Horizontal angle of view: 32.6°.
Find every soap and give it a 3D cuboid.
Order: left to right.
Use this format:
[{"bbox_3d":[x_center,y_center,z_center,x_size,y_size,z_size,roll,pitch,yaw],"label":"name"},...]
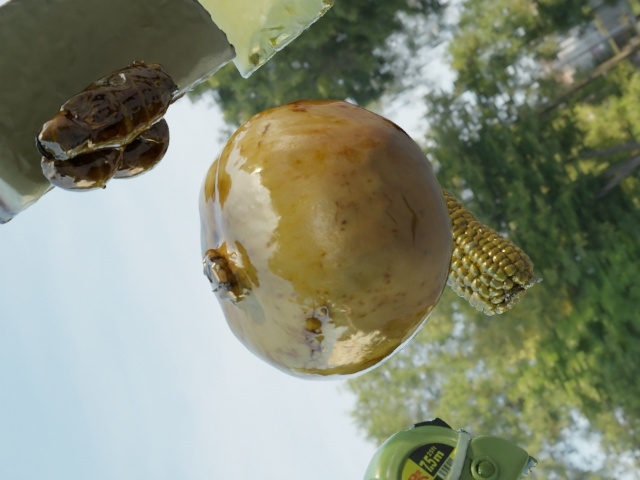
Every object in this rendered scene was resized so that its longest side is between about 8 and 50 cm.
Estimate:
[{"bbox_3d":[-0.134,-0.453,1.467,0.115,0.306,0.427,-32,-86,-34],"label":"soap"}]

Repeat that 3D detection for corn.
[{"bbox_3d":[0.149,-0.022,1.450,0.313,0.102,0.102,43,-169,24],"label":"corn"}]

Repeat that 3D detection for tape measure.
[{"bbox_3d":[0.120,0.267,1.141,0.154,0.087,0.177,32,-126,8],"label":"tape measure"}]

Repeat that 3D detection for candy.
[{"bbox_3d":[-0.261,-0.174,1.131,0.320,0.135,0.179,-42,-79,-32],"label":"candy"}]

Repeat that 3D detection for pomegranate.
[{"bbox_3d":[0.000,0.000,0.956,0.248,0.248,0.248,50,-159,-27],"label":"pomegranate"}]

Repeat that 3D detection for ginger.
[{"bbox_3d":[-0.199,-0.095,0.991,0.073,0.103,0.162,29,-139,24],"label":"ginger"}]
